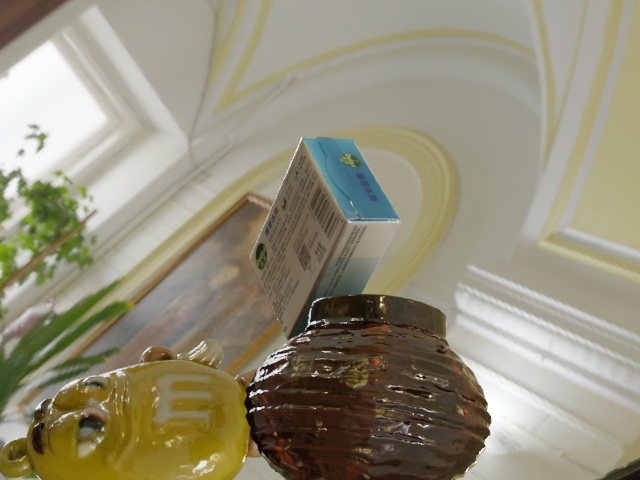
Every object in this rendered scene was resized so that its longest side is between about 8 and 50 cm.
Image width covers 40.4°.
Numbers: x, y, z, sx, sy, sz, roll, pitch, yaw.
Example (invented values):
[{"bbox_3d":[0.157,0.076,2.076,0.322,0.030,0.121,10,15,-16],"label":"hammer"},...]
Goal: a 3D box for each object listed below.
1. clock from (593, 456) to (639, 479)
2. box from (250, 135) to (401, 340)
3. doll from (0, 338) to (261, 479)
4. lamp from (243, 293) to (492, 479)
[{"bbox_3d":[0.266,0.239,0.421,0.386,0.386,0.076,21,-47,55],"label":"clock"},{"bbox_3d":[-0.001,0.000,0.985,0.139,0.073,0.194,63,-38,38],"label":"box"},{"bbox_3d":[-0.151,0.254,1.114,0.348,0.423,0.161,34,-40,34],"label":"doll"},{"bbox_3d":[0.045,0.174,0.841,0.247,0.247,0.247,42,-17,16],"label":"lamp"}]
